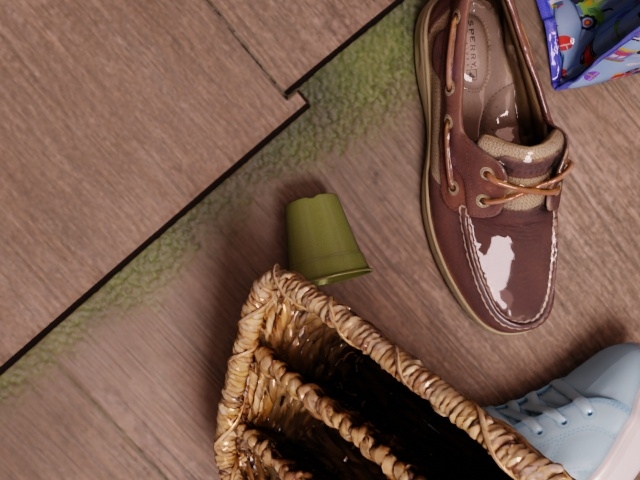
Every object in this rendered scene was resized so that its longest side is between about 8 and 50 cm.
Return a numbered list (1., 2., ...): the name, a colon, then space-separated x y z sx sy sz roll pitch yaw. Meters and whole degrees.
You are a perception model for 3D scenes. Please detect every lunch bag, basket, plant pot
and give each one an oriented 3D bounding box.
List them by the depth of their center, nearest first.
1. basket: 0.038 0.194 0.621 0.213 0.299 0.223 -53 143 -2
2. lunch bag: 0.348 -0.235 0.688 0.221 0.293 0.138 -17 96 -10
3. plant pot: 0.000 0.000 0.750 0.083 0.083 0.079 -12 82 -10

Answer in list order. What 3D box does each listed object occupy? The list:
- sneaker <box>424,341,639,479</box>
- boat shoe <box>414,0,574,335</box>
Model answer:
1. sneaker: 0.167 0.203 0.756 0.366 0.135 0.150 -43 102 -7
2. boat shoe: 0.165 -0.074 0.747 0.123 0.123 0.342 -8 94 -10
